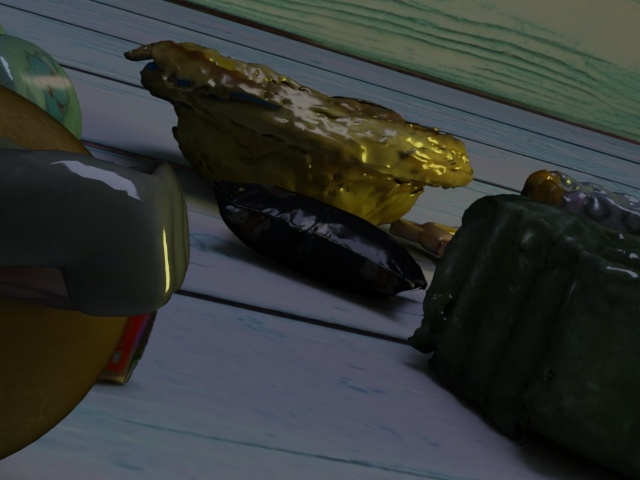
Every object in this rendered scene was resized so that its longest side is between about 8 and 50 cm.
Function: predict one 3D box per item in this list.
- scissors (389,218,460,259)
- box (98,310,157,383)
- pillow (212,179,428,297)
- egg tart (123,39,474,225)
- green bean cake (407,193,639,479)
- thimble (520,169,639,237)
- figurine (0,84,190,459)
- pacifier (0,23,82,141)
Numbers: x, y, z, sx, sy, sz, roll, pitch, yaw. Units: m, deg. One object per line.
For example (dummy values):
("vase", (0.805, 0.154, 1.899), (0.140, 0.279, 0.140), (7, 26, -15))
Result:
("scissors", (0.206, 0.028, 1.423), (0.317, 0.024, 0.160), (12, 12, -35))
("box", (-0.173, 0.015, 0.740), (0.175, 0.048, 0.112), (9, 14, -44))
("pillow", (0.000, 0.001, 1.134), (0.150, 0.048, 0.090), (25, 19, 8))
("egg tart", (-0.026, -0.075, 1.338), (0.290, 0.107, 0.291), (18, 7, -2))
("green bean cake", (0.180, 0.059, 0.964), (0.222, 0.125, 0.227), (16, 6, -20))
("thimble", (0.194, 0.026, 1.152), (0.151, 0.118, 0.127), (18, 10, -13))
("figurine", (-0.183, -0.003, 0.490), (0.285, 0.167, 0.342), (8, 15, -44))
("pacifier", (-0.159, -0.034, 0.684), (0.116, 0.127, 0.150), (-15, 9, 9))
